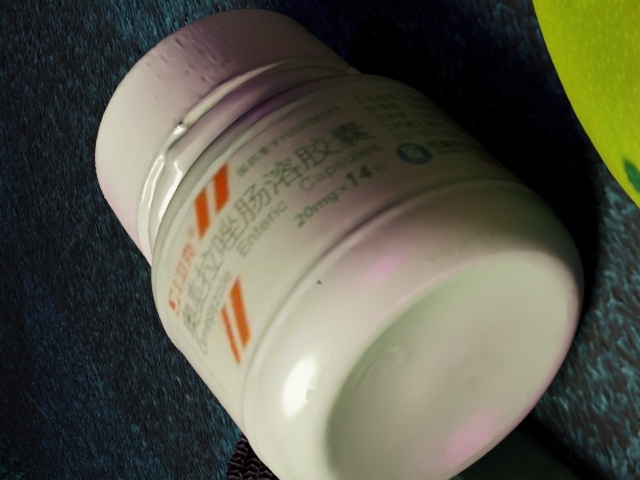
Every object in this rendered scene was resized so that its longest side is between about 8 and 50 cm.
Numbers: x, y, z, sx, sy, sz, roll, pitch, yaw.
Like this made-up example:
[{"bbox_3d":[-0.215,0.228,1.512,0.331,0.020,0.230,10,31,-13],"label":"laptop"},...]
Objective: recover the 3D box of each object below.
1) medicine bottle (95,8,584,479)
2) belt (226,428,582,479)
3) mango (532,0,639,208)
[{"bbox_3d":[0.000,0.000,0.928,0.302,0.241,0.241,47,147,39],"label":"medicine bottle"},{"bbox_3d":[0.068,0.222,0.941,0.325,0.260,0.122,43,139,45],"label":"belt"},{"bbox_3d":[0.175,-0.105,0.626,0.175,0.143,0.293,104,144,-59],"label":"mango"}]
